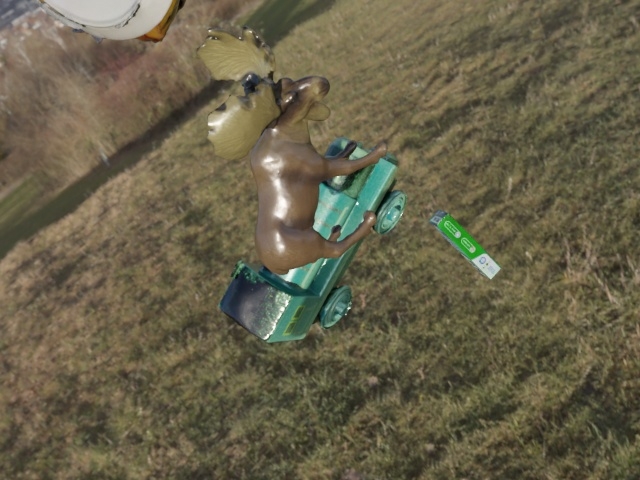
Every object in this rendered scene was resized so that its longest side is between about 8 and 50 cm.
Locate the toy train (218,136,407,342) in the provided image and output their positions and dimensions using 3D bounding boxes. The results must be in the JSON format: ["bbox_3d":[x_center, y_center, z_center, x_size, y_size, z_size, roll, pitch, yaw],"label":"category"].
[{"bbox_3d":[0.000,0.000,0.876,0.120,0.194,0.298,33,99,25],"label":"toy train"}]

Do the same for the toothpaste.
[{"bbox_3d":[0.136,0.004,0.604,0.017,0.083,0.020,-48,22,-1],"label":"toothpaste"}]

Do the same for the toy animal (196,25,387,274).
[{"bbox_3d":[-0.028,-0.071,0.570,0.186,0.214,0.094,-1,14,-32],"label":"toy animal"}]

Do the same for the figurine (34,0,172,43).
[{"bbox_3d":[-0.074,-0.183,0.316,0.132,0.132,0.153,-1,34,41],"label":"figurine"}]

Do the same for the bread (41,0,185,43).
[{"bbox_3d":[-0.180,-0.328,0.481,0.324,0.278,0.167,-62,28,22],"label":"bread"}]
